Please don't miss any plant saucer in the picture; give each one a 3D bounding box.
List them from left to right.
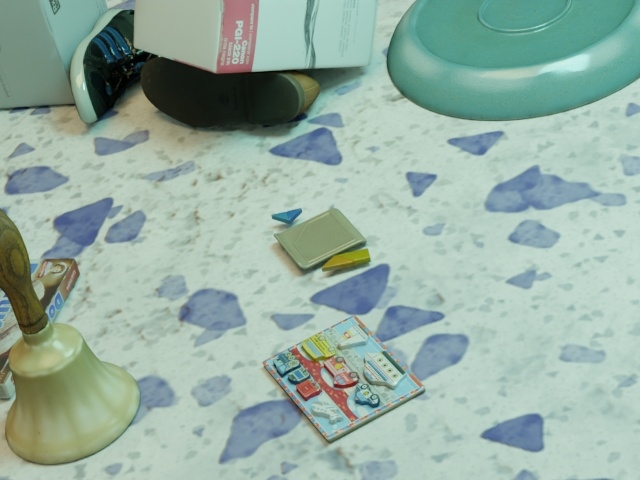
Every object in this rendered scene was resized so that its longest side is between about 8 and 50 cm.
[{"bbox_3d":[0.223,-0.237,1.814,0.318,0.043,0.317,-10,36,8],"label":"plant saucer"}]

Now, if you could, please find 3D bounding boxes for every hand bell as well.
[{"bbox_3d":[-0.249,0.062,1.431,0.126,0.242,0.126,-11,37,8],"label":"hand bell"}]

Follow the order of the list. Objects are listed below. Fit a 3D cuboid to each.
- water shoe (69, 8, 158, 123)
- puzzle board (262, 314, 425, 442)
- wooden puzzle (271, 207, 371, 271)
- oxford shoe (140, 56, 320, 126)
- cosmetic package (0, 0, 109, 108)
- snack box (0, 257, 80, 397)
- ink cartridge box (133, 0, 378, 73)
[{"bbox_3d":[-0.229,-0.209,1.923,0.080,0.073,0.203,-4,38,13],"label":"water shoe"},{"bbox_3d":[0.018,0.115,1.453,0.096,0.011,0.128,-27,38,-14],"label":"puzzle board"},{"bbox_3d":[0.000,0.000,1.612,0.079,0.014,0.116,-18,36,-9],"label":"wooden puzzle"},{"bbox_3d":[-0.098,-0.164,1.831,0.212,0.076,0.076,11,20,26],"label":"oxford shoe"},{"bbox_3d":[-0.361,-0.256,1.970,0.184,0.151,0.151,-2,38,17],"label":"cosmetic package"},{"bbox_3d":[-0.291,0.082,1.606,0.064,0.022,0.178,-2,39,21],"label":"snack box"},{"bbox_3d":[-0.069,-0.239,1.807,0.218,0.092,0.158,-10,22,-39],"label":"ink cartridge box"}]
